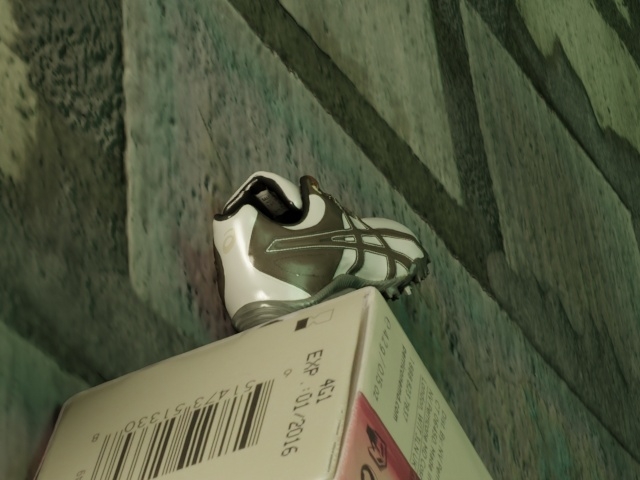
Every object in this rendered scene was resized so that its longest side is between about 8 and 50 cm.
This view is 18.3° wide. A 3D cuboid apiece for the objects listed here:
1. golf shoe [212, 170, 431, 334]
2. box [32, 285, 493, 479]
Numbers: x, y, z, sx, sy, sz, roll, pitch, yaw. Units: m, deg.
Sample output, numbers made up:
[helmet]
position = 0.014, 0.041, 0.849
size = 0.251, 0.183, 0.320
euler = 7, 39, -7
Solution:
[golf shoe]
position = 0.000, 0.000, 1.036
size = 0.094, 0.077, 0.198
euler = 67, 19, -5
[box]
position = 0.003, 0.160, 0.781
size = 0.232, 0.148, 0.127
euler = 59, 23, -25
